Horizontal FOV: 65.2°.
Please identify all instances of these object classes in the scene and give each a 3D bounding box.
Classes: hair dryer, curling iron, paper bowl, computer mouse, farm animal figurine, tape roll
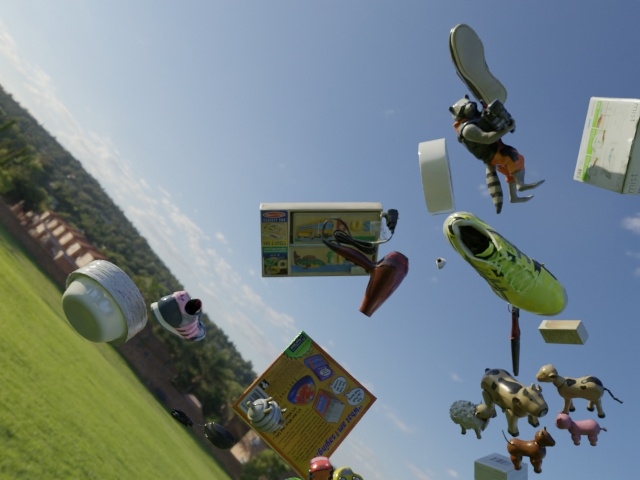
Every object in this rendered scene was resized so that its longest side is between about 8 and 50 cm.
[{"bbox_3d":[0.128,0.065,1.364,0.080,0.224,0.293,50,32,-64],"label":"hair dryer"},{"bbox_3d":[0.624,0.309,1.614,0.035,0.068,0.273,5,-74,34],"label":"curling iron"},{"bbox_3d":[-0.719,0.218,1.630,0.284,0.148,0.284,15,-57,24],"label":"paper bowl"},{"bbox_3d":[-0.369,0.580,1.536,0.242,0.041,0.071,14,-56,25],"label":"computer mouse"},{"bbox_3d":[0.557,0.424,1.327,0.327,0.330,0.172,11,-60,55],"label":"farm animal figurine"},{"bbox_3d":[0.449,-0.242,1.916,0.100,0.286,0.286,-8,-44,17],"label":"tape roll"}]

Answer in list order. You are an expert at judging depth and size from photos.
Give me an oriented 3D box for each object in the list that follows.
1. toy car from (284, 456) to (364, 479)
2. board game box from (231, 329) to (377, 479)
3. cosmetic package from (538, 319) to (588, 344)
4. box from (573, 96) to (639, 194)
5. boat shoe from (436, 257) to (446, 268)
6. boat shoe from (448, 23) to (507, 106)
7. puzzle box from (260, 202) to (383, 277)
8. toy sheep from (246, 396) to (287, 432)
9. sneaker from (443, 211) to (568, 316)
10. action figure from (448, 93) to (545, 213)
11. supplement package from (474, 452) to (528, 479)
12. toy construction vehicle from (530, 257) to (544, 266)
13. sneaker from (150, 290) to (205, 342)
[{"bbox_3d":[-0.026,0.631,1.311,0.239,0.225,0.053,46,23,-44],"label":"toy car"},{"bbox_3d":[-0.068,0.613,1.847,0.356,0.356,0.356,41,-21,11],"label":"board game box"},{"bbox_3d":[0.696,0.263,1.435,0.115,0.041,0.060,-10,-65,53],"label":"cosmetic package"},{"bbox_3d":[0.891,-0.283,1.474,0.231,0.127,0.261,-116,-152,-72],"label":"box"},{"bbox_3d":[0.513,0.091,2.137,0.035,0.100,0.035,-18,-80,26],"label":"boat shoe"},{"bbox_3d":[0.487,-0.552,1.616,0.335,0.112,0.095,42,-1,-34],"label":"boat shoe"},{"bbox_3d":[0.000,0.000,1.705,0.052,0.409,0.272,-100,-170,-60],"label":"puzzle box"},{"bbox_3d":[-0.144,0.455,1.307,0.132,0.091,0.091,50,-17,-24],"label":"toy sheep"},{"bbox_3d":[0.479,0.071,1.337,0.385,0.145,0.147,39,14,15],"label":"sneaker"},{"bbox_3d":[0.456,-0.254,1.345,0.330,0.179,0.341,59,22,14],"label":"action figure"},{"bbox_3d":[0.491,0.693,1.361,0.105,0.105,0.179,-4,-95,52],"label":"supplement package"},{"bbox_3d":[0.939,0.118,2.207,0.086,0.098,0.035,17,-54,27],"label":"toy construction vehicle"},{"bbox_3d":[-0.435,0.259,1.681,0.112,0.131,0.319,59,-1,24],"label":"sneaker"}]
